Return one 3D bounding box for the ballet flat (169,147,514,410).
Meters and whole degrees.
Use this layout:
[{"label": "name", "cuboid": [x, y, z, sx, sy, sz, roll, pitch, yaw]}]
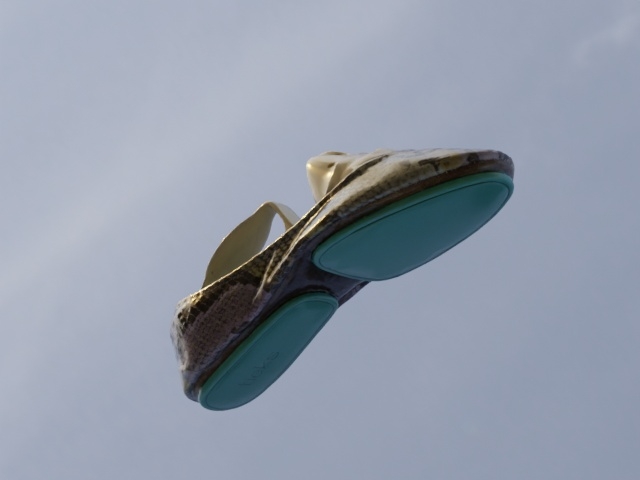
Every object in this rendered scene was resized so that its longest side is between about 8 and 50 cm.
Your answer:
[{"label": "ballet flat", "cuboid": [0.000, 0.000, 0.514, 0.114, 0.041, 0.041, -39, -127, 29]}]
